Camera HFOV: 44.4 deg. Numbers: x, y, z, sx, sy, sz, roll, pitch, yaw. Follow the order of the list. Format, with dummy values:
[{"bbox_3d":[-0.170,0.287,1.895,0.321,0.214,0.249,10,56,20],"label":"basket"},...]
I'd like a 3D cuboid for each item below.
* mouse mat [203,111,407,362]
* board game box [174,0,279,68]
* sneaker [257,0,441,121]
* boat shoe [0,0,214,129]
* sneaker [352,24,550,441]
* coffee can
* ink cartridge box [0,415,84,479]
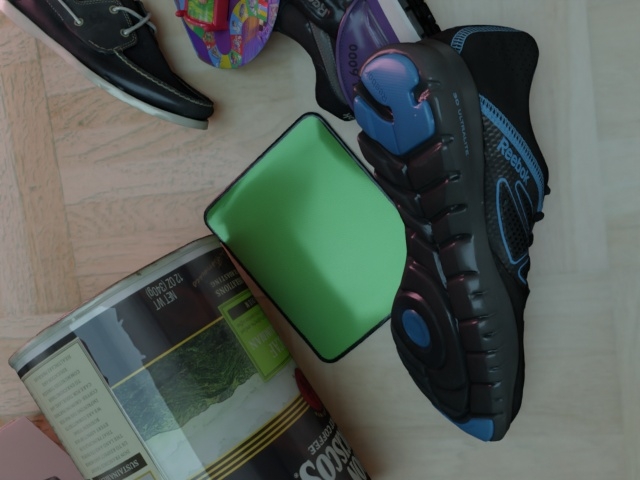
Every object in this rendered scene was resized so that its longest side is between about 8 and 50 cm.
[{"bbox_3d":[0.000,0.000,0.709,0.152,0.007,0.190,-41,88,17],"label":"mouse mat"},{"bbox_3d":[-0.102,-0.224,0.648,0.133,0.033,0.169,-24,88,50],"label":"board game box"},{"bbox_3d":[-0.016,-0.231,0.628,0.124,0.107,0.283,-28,91,23],"label":"sneaker"},{"bbox_3d":[-0.183,-0.180,0.688,0.233,0.084,0.079,39,107,9],"label":"boat shoe"},{"bbox_3d":[0.130,0.005,0.609,0.125,0.139,0.341,24,132,49],"label":"sneaker"},{"bbox_3d":[-0.099,0.163,0.659,0.201,0.201,0.275,-33,89,17],"label":"coffee can"},{"bbox_3d":[-0.265,0.337,0.747,0.273,0.114,0.197,39,107,7],"label":"ink cartridge box"}]
